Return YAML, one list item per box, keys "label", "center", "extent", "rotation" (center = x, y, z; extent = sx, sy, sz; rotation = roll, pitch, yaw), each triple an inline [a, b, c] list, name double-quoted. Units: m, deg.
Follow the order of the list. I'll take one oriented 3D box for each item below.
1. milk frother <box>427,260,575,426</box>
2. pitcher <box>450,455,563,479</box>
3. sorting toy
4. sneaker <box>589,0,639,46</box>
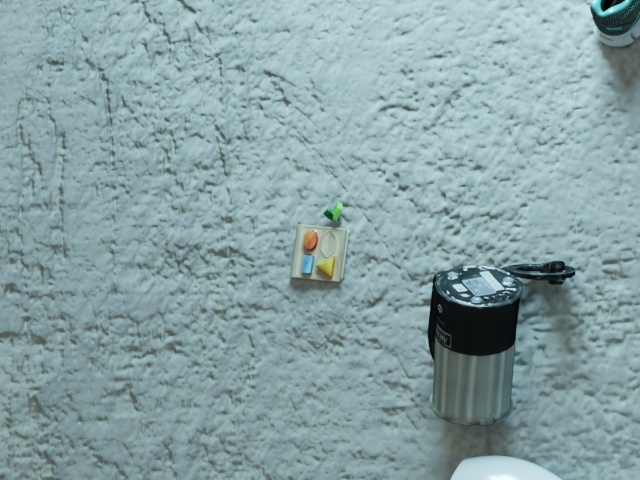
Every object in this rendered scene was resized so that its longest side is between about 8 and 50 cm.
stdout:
- label: "milk frother"
  center: [0.177, 0.090, 1.881]
  extent: [0.143, 0.129, 0.135]
  rotation: [0, 118, -4]
- label: "pitcher"
  center: [0.205, 0.307, 1.820]
  extent: [0.207, 0.125, 0.178]
  rotation: [23, 106, 15]
- label: "sorting toy"
  center: [0.000, 0.000, 2.015]
  extent: [0.062, 0.012, 0.083]
  rotation: [5, 83, 25]
- label: "sneaker"
  center: [0.313, -0.271, 1.891]
  extent: [0.065, 0.076, 0.166]
  rotation: [24, 91, 25]
